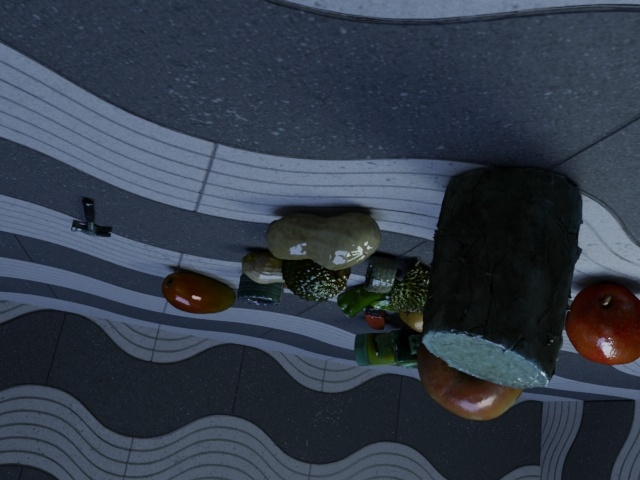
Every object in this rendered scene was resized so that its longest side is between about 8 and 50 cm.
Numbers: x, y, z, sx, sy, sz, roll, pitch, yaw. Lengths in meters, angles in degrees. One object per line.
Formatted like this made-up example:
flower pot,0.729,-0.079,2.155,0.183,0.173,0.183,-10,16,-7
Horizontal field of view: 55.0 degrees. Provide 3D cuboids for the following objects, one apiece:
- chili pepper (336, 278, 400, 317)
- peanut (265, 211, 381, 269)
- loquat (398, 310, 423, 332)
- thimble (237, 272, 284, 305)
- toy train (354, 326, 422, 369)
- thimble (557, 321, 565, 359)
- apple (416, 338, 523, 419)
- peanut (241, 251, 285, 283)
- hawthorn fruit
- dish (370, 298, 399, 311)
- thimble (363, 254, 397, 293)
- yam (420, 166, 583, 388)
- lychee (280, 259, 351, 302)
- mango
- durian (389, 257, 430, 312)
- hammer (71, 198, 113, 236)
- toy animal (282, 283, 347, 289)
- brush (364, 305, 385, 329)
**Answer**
chili pepper,0.142,0.148,1.767,0.076,0.084,0.359,-26,172,-28
peanut,0.000,0.000,1.284,0.257,0.123,0.123,-1,160,22
loquat,0.299,0.206,1.804,0.137,0.112,0.137,7,-167,-2
thimble,-0.185,0.148,1.880,0.135,0.090,0.118,-1,160,27
toy train,0.302,0.377,2.175,0.253,0.160,0.397,3,166,-26
thimble,0.379,0.122,1.247,0.195,0.291,0.291,-2,159,31
apple,0.462,0.368,1.872,0.339,0.338,0.305,5,169,14
peanut,-0.110,0.078,1.633,0.207,0.087,0.087,7,162,6
hawthorn fruit,0.671,0.183,1.434,0.197,0.196,0.225,0,144,26
dish,0.196,0.182,1.885,0.091,0.039,0.137,9,162,16
thimble,0.148,0.087,1.528,0.062,0.084,0.110,9,133,-5
yam,0.297,0.050,1.006,0.241,0.348,0.241,14,153,7
lychee,-0.019,0.071,1.460,0.171,0.171,0.171,8,162,3
mango,-0.392,0.179,2.031,0.289,0.129,0.146,13,162,-41
durian,0.251,0.135,1.564,0.095,0.137,0.221,34,175,30
hammer,-0.576,-0.056,1.549,0.103,0.029,0.246,15,160,-16
toy animal,-0.045,0.109,1.765,0.241,0.056,0.099,15,155,-12
brush,0.196,0.274,2.145,0.070,0.051,0.323,2,161,12
